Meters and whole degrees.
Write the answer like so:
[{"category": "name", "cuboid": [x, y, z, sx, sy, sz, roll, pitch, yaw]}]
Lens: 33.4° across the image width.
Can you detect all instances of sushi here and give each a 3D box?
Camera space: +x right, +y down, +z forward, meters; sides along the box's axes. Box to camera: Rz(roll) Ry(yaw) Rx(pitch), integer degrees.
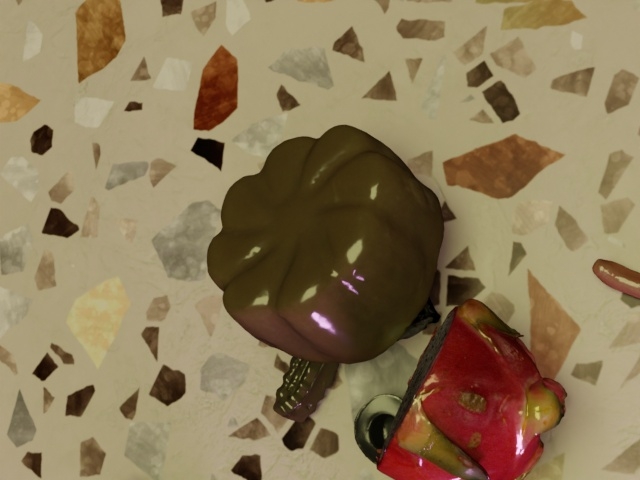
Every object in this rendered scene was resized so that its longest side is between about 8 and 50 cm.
[{"category": "sushi", "cuboid": [0.139, 0.112, 1.742, 0.094, 0.098, 0.084, -24, 75, -2]}]

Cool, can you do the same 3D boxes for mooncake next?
[{"category": "mooncake", "cuboid": [0.000, 0.000, 1.695, 0.378, 0.201, 0.378, -20, 55, 30]}]

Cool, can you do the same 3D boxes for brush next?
[{"category": "brush", "cuboid": [0.010, 0.163, 1.790, 0.071, 0.084, 0.301, 23, 85, 26]}]

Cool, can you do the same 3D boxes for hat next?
[{"category": "hat", "cuboid": [0.113, 0.309, 1.731, 0.121, 0.050, 0.121, -2, 85, 22]}]

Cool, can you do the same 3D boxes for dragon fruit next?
[{"category": "dragon fruit", "cuboid": [0.235, 0.258, 1.568, 0.226, 0.305, 0.305, 28, 93, 3]}]

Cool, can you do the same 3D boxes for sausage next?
[{"category": "sausage", "cuboid": [0.499, 0.077, 1.612, 0.186, 0.043, 0.043, 26, 92, 24]}]
